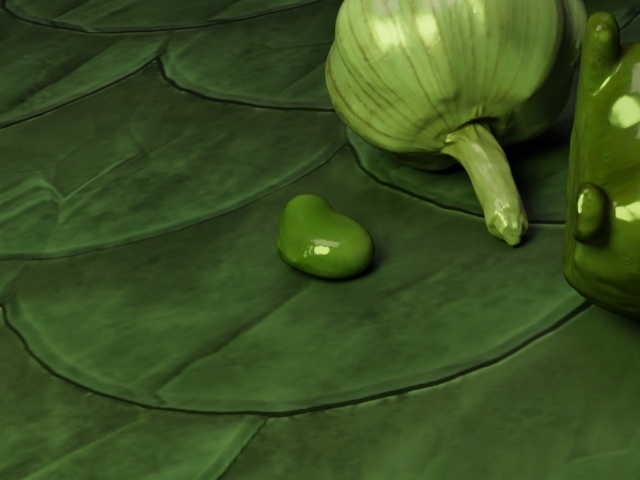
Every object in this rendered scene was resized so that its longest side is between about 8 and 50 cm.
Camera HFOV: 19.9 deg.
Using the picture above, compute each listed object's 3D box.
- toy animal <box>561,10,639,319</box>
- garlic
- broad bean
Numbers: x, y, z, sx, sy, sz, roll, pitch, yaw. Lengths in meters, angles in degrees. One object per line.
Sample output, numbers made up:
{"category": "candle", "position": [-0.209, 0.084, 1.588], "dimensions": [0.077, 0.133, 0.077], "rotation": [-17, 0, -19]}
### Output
{"category": "toy animal", "position": [0.313, -0.048, 1.068], "dimensions": [0.363, 0.180, 0.181], "rotation": [-8, 43, 12]}
{"category": "garlic", "position": [0.115, -0.088, 1.302], "dimensions": [0.199, 0.199, 0.226], "rotation": [-14, 60, -6]}
{"category": "broad bean", "position": [0.000, 0.000, 1.257], "dimensions": [0.063, 0.045, 0.083], "rotation": [-13, 33, -30]}
